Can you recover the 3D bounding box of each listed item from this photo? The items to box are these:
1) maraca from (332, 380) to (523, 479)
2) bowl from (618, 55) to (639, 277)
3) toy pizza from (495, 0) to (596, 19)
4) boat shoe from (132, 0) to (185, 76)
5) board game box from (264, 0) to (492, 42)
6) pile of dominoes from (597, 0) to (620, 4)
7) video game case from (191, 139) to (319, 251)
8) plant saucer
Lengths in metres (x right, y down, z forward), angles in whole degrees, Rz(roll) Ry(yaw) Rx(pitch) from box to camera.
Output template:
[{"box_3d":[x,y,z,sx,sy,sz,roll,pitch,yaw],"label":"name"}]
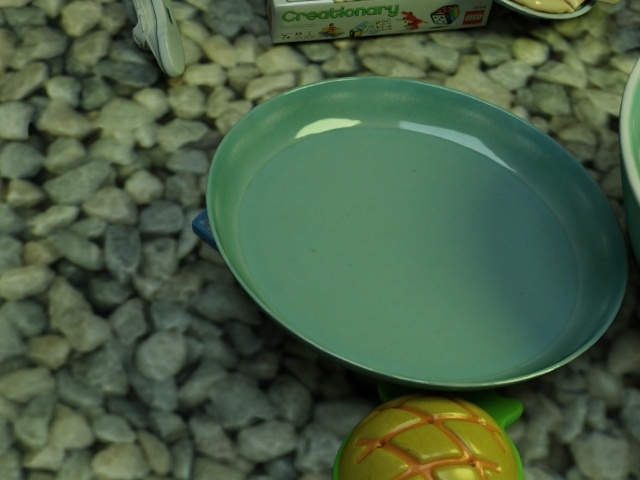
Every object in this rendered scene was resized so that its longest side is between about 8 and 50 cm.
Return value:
[{"box_3d":[0.077,0.147,0.888,0.127,0.099,0.185,12,34,10],"label":"maraca"},{"box_3d":[0.357,-0.018,0.969,0.311,0.163,0.311,2,58,-3],"label":"bowl"},{"box_3d":[0.171,-0.279,1.145,0.201,0.032,0.201,17,51,-22],"label":"toy pizza"},{"box_3d":[-0.141,-0.176,1.103,0.035,0.035,0.100,-23,64,14],"label":"boat shoe"},{"box_3d":[0.028,-0.318,1.187,0.193,0.053,0.305,-6,60,-9],"label":"board game box"},{"box_3d":[0.351,-0.285,1.098,0.196,0.251,0.040,13,17,-2],"label":"pile of dominoes"},{"box_3d":[0.000,0.000,1.015,0.166,0.015,0.119,38,64,17],"label":"video game case"},{"box_3d":[0.070,-0.006,0.973,0.318,0.043,0.317,7,45,-7],"label":"plant saucer"}]
